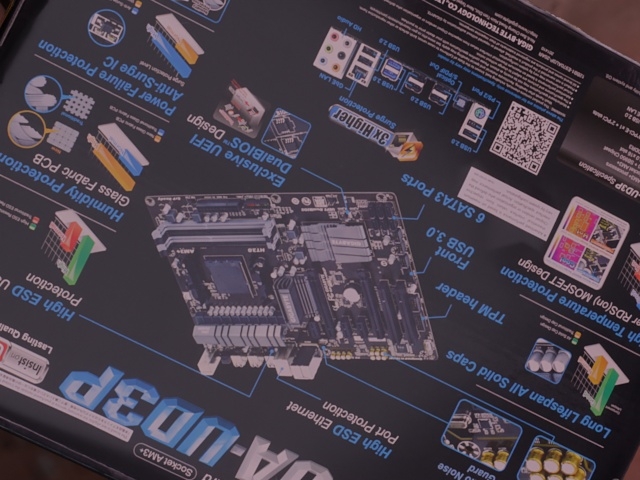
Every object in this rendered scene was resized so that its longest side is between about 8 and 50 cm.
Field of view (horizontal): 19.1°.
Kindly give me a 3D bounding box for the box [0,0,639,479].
[{"bbox_3d":[0.000,0.000,0.552,0.220,0.051,0.175,26,87,-10],"label":"box"}]
